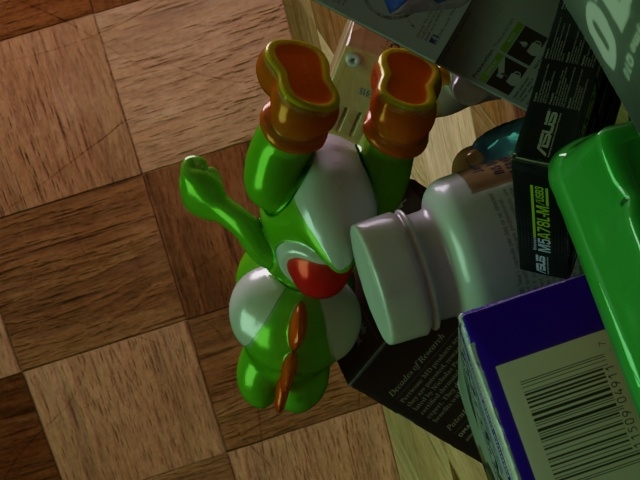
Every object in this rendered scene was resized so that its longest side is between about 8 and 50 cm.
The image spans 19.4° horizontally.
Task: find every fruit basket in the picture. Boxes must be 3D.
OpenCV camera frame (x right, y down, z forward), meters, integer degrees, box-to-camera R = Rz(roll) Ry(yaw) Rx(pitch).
[{"bbox_3d":[0.260,0.038,1.148,0.353,0.165,0.327,39,-149,-72],"label":"fruit basket"}]

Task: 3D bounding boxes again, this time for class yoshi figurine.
[{"bbox_3d":[-0.011,-0.017,1.671,0.203,0.203,0.362,33,129,24],"label":"yoshi figurine"}]

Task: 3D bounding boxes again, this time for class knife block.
[{"bbox_3d":[0.058,-0.174,1.829,0.242,0.088,0.275,-74,6,-58],"label":"knife block"}]

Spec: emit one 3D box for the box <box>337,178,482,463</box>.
[{"bbox_3d":[0.132,0.082,1.802,0.203,0.167,0.168,31,-164,-26],"label":"box"}]

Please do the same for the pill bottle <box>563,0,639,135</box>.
[{"bbox_3d":[0.219,-0.093,0.882,0.161,0.161,0.283,80,171,-51],"label":"pill bottle"}]

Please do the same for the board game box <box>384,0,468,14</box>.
[{"bbox_3d":[0.092,-0.348,1.146,0.318,0.066,0.318,-36,69,55],"label":"board game box"}]

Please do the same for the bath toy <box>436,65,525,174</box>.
[{"bbox_3d":[0.121,-0.229,1.639,0.129,0.151,0.348,-26,-80,-58],"label":"bath toy"}]

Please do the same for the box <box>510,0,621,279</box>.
[{"bbox_3d":[0.178,-0.093,1.297,0.184,0.045,0.190,67,-141,-64],"label":"box"}]

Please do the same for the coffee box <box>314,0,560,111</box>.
[{"bbox_3d":[0.083,-0.208,1.439,0.098,0.246,0.141,-56,30,18],"label":"coffee box"}]

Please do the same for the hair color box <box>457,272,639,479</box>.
[{"bbox_3d":[0.174,0.150,1.364,0.339,0.110,0.185,65,-173,-77],"label":"hair color box"}]

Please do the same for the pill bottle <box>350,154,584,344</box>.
[{"bbox_3d":[0.147,0.001,1.499,0.131,0.229,0.131,162,90,-84],"label":"pill bottle"}]
